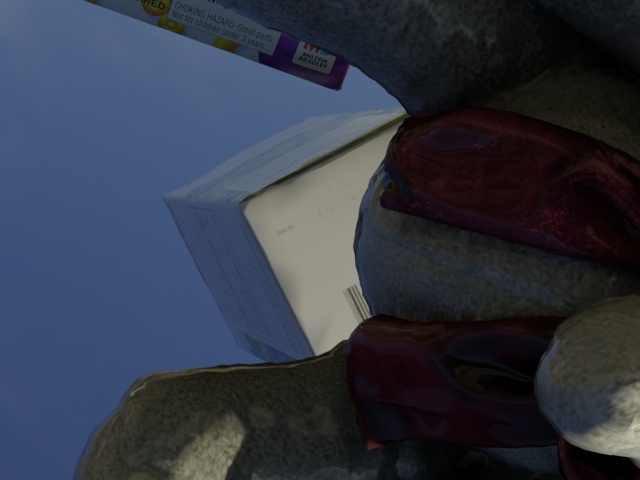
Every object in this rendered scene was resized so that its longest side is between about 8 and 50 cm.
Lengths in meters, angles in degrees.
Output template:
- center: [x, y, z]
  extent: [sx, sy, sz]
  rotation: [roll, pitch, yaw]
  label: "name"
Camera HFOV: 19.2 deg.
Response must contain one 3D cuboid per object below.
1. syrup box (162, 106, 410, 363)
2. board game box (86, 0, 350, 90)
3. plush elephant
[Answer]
- center: [0.000, 0.000, 0.893]
  extent: [0.096, 0.093, 0.237]
  rotation: [63, 170, -7]
  label: "syrup box"
- center: [-0.002, -0.228, 0.783]
  extent: [0.142, 0.275, 0.144]
  rotation: [19, -147, -7]
  label: "board game box"
- center: [0.110, 0.035, 0.569]
  extent: [0.330, 0.272, 0.255]
  rotation: [14, -173, -25]
  label: "plush elephant"
